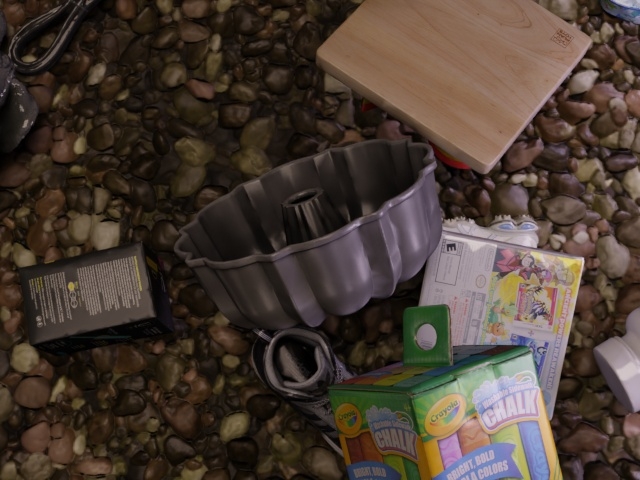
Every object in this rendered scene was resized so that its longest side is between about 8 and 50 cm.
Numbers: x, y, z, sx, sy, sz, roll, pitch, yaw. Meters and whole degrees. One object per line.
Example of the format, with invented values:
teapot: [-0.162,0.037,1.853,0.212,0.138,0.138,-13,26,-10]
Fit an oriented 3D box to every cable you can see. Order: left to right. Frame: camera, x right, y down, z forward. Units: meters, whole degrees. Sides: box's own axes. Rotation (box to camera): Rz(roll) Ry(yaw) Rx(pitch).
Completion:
cable: [-0.317,-0.342,1.772,0.139,0.072,0.287,27,93,1]

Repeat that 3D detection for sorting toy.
sorting toy: [0.164,-0.221,1.637,0.257,0.089,0.255,35,62,12]

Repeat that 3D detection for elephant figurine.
elephant figurine: [-0.452,-0.183,1.665,0.186,0.169,0.239,32,91,14]

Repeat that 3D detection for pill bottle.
pill bottle: [0.447,0.115,1.548,0.221,0.124,0.124,-29,76,-1]

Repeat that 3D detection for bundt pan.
bundt pan: [0.000,0.000,1.539,0.331,0.331,0.124,-22,110,0]

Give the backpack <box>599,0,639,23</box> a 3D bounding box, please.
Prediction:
backpack: [0.416,-0.349,1.680,0.105,0.084,0.114,21,82,12]

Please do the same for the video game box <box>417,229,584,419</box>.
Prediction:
video game box: [0.212,0.101,1.581,0.187,0.048,0.205,12,98,9]

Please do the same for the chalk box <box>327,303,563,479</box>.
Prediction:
chalk box: [0.138,0.219,1.458,0.179,0.180,0.289,-17,93,-30]

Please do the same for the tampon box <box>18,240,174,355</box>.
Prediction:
tampon box: [-0.280,0.075,1.623,0.161,0.120,0.101,-12,77,2]

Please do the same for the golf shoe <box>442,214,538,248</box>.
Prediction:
golf shoe: [0.187,0.013,1.627,0.176,0.069,0.086,-2,83,6]

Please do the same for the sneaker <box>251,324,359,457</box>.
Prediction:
sneaker: [0.020,0.192,1.552,0.268,0.153,0.101,36,83,12]
